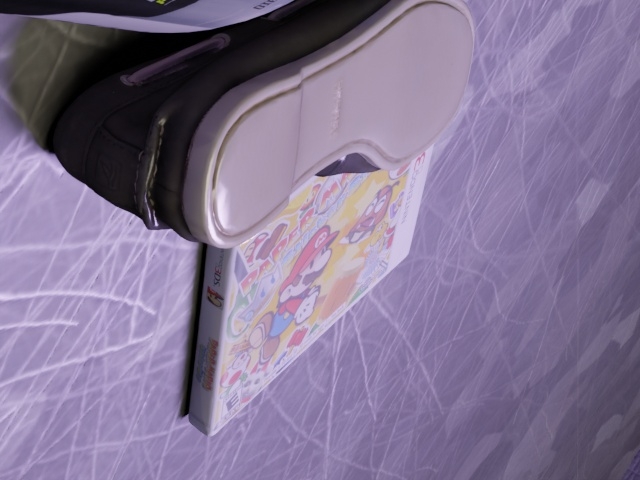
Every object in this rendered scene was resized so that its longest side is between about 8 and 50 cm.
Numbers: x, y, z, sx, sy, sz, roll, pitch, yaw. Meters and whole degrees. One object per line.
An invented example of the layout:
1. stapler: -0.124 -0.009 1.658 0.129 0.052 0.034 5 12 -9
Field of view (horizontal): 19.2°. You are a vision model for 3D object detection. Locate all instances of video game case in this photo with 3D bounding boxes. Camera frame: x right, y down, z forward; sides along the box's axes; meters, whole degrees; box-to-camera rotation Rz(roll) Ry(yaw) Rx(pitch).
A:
1. video game case: 0.000 0.000 1.245 0.227 0.026 0.206 -41 155 -34

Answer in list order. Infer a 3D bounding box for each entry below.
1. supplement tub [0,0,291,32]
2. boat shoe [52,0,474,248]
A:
1. supplement tub: -0.104 -0.160 0.508 0.194 0.193 0.316 -61 159 15
2. boat shoe: -0.016 -0.083 1.013 0.335 0.095 0.112 -30 134 -58
